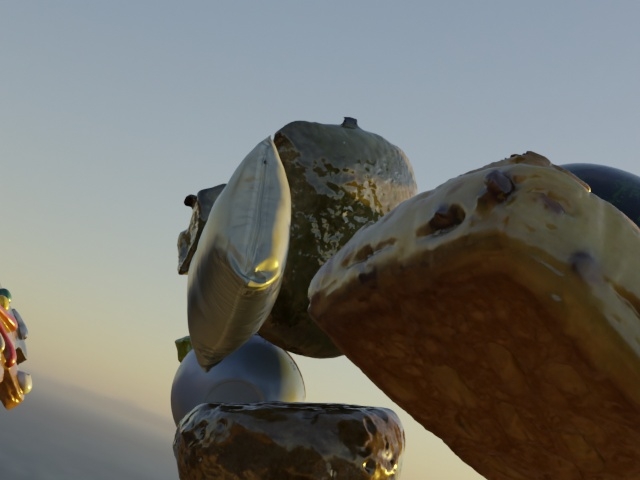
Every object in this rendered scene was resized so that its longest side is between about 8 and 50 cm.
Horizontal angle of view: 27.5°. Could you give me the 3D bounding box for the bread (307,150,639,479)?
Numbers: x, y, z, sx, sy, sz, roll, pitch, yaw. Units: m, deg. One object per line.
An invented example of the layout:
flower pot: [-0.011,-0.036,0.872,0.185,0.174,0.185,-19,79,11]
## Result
bread: [0.127,0.060,0.722,0.235,0.099,0.210,44,-31,-12]

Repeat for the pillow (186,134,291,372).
pillow: [-0.080,0.019,1.236,0.078,0.144,0.254,3,-24,-13]

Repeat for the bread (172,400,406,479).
bread: [-0.027,0.215,1.250,0.230,0.123,0.230,-1,-6,0]

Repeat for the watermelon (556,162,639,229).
watermelon: [0.227,0.061,1.138,0.269,0.269,0.269,19,-9,3]

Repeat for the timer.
timer: [-0.086,0.163,1.573,0.175,0.175,0.255,19,28,4]

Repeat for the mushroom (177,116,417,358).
mushroom: [0.009,-0.004,1.462,0.292,0.212,0.217,17,-52,-32]

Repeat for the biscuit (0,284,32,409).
biscuit: [-0.394,0.093,1.554,0.047,0.216,0.339,-25,8,-5]

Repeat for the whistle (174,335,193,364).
whistle: [-0.162,0.230,1.832,0.057,0.198,0.104,0,-19,-44]
